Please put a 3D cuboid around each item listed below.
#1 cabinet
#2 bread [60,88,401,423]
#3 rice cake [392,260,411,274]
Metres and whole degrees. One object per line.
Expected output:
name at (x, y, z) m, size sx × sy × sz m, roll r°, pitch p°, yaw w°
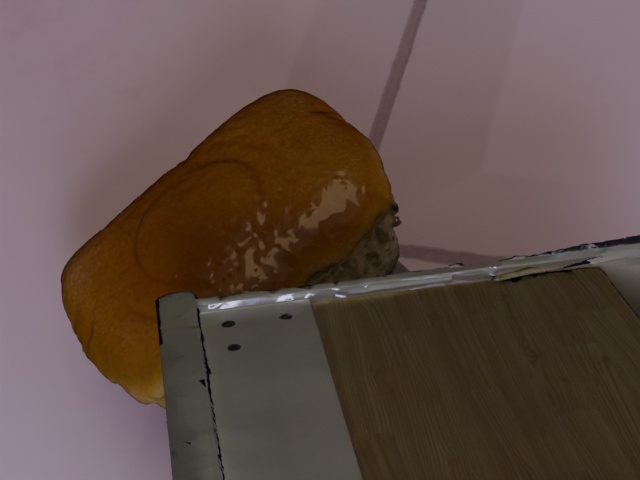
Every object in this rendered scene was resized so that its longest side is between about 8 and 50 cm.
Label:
cabinet at (0.090, 0.168, 0.733) m, size 0.318 × 0.227 × 0.290 m, roll -8°, pitch 26°, yaw -7°
bread at (-0.058, 0.011, 0.989) m, size 0.245 × 0.121 × 0.174 m, roll -41°, pitch 56°, yaw 1°
rice cake at (0.000, 0.000, 1.073) m, size 0.057 × 0.052 × 0.256 m, roll -34°, pitch 52°, yaw -19°
